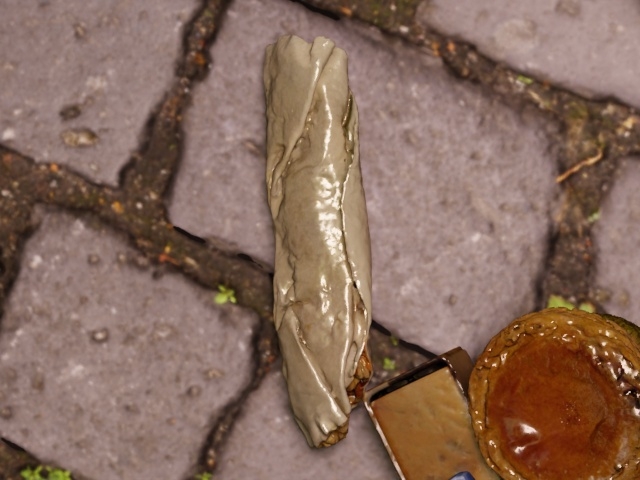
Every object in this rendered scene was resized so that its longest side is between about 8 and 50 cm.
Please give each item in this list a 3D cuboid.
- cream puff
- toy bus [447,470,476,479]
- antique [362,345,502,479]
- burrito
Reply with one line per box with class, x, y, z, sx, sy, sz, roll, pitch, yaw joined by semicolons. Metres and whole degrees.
cream puff;0.244;0.141;1.795;0.183;0.169;0.183;6;102;30
toy bus;0.167;0.316;1.767;0.094;0.079;0.236;-41;82;13
antique;0.153;0.258;1.854;0.093;0.087;0.310;-28;86;15
burrito;0.000;0.000;1.874;0.117;0.076;0.392;-6;88;53
